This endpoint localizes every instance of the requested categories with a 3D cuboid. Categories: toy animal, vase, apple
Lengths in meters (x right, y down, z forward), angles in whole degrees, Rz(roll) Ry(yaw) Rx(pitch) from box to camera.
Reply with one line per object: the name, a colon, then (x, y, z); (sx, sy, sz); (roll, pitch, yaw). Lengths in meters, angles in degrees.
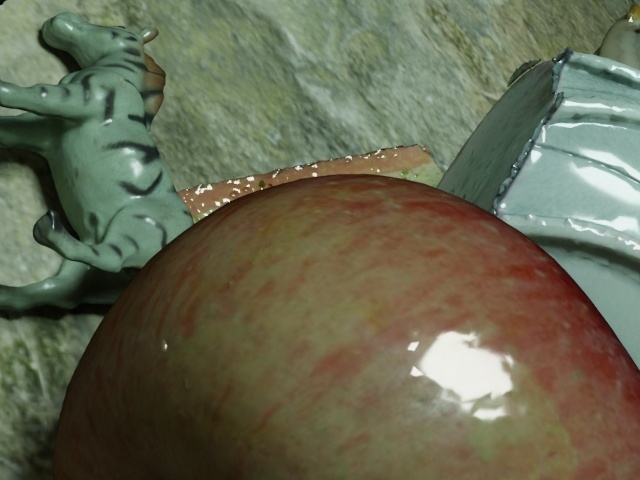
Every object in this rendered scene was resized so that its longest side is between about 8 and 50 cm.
toy animal: (-0.154, -0.061, 0.915); (0.170, 0.090, 0.255); (20, 51, -39)
vase: (0.271, 0.079, 0.966); (0.445, 0.250, 0.250); (33, 41, -10)
apple: (0.016, 0.137, 0.757); (0.269, 0.345, 0.345); (-19, 74, -27)

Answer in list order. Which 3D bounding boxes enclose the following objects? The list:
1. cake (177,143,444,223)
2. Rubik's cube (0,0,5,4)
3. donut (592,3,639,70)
cake: (-0.008, 0.009, 1.046); (0.225, 0.090, 0.109); (-13, 72, -30)
Rubik's cube: (-0.276, -0.228, 0.763); (0.224, 0.221, 0.231); (-16, 94, -50)
donut: (0.372, -0.043, 1.392); (0.382, 0.142, 0.382); (26, 46, -30)
